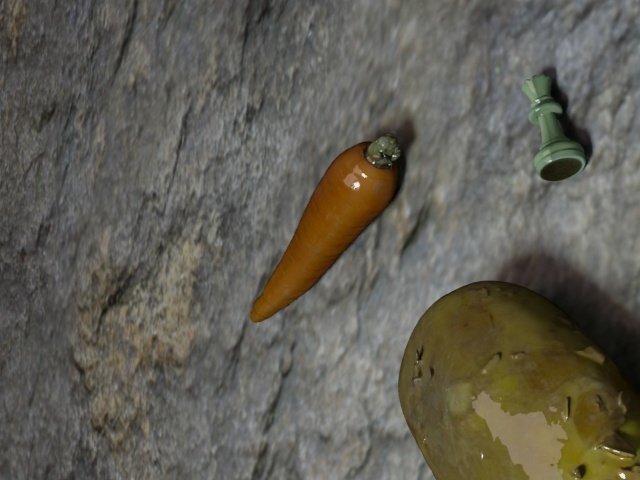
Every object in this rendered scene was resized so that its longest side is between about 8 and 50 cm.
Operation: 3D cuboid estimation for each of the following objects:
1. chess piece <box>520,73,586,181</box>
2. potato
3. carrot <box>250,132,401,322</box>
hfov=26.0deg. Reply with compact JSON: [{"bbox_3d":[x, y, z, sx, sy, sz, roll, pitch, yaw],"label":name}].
[{"bbox_3d":[0.186,-0.096,1.131,0.042,0.042,0.093,-47,44,47],"label":"chess piece"},{"bbox_3d":[0.161,0.149,1.072,0.296,0.141,0.191,42,126,47],"label":"potato"},{"bbox_3d":[0.000,0.000,1.401,0.336,0.069,0.069,-55,46,46],"label":"carrot"}]
